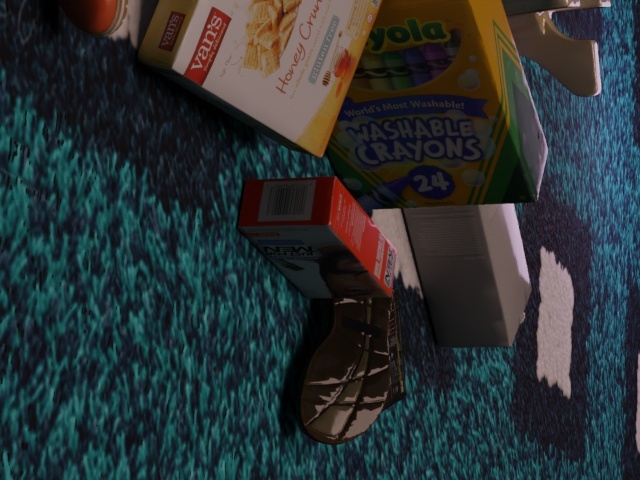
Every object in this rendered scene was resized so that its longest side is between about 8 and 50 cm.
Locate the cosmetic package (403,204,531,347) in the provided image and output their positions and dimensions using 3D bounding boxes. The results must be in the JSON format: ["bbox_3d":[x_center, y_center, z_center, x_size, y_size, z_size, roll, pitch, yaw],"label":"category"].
[{"bbox_3d":[0.174,-0.001,1.937,0.127,0.107,0.238,-59,143,-53],"label":"cosmetic package"}]

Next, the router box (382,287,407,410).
[{"bbox_3d":[0.054,0.116,1.715,0.092,0.038,0.123,-18,104,-67],"label":"router box"}]

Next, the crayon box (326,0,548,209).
[{"bbox_3d":[0.085,-0.169,1.607,0.323,0.203,0.083,65,32,-41],"label":"crayon box"}]

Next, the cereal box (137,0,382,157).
[{"bbox_3d":[-0.043,-0.188,1.404,0.240,0.047,0.173,26,84,-57],"label":"cereal box"}]

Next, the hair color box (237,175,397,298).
[{"bbox_3d":[0.000,0.000,1.529,0.167,0.093,0.053,46,47,-57],"label":"hair color box"}]

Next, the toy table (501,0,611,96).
[{"bbox_3d":[0.274,-0.303,2.128,0.252,0.160,0.274,-42,125,-62],"label":"toy table"}]

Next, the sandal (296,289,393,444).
[{"bbox_3d":[0.020,0.109,1.608,0.090,0.060,0.219,21,51,-18],"label":"sandal"}]

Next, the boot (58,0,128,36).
[{"bbox_3d":[-0.190,-0.210,1.153,0.084,0.059,0.158,-47,122,-56],"label":"boot"}]
